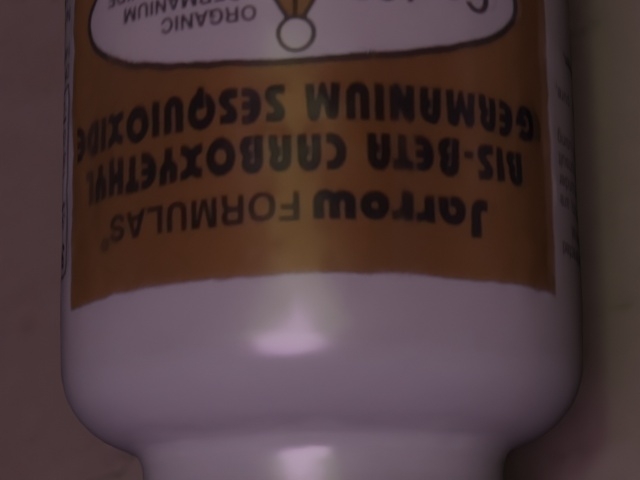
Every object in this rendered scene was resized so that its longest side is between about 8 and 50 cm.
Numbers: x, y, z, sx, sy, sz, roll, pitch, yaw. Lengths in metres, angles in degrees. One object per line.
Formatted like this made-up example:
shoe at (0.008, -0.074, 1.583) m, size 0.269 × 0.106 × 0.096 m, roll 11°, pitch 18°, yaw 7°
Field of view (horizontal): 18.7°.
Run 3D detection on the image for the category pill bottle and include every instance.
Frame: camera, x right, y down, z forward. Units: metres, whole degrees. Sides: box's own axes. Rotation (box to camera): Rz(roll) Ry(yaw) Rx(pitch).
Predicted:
pill bottle at (0.000, 0.000, 0.490) m, size 0.131 × 0.131 × 0.229 m, roll -3°, pitch 77°, yaw 10°
